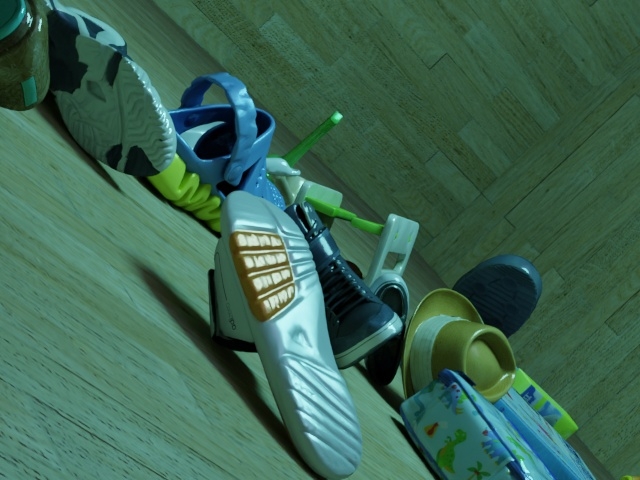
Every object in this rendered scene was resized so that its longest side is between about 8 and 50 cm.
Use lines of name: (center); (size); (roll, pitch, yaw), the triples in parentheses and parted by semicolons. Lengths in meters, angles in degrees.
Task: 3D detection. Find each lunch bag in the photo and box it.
lunch bag: (0.188, 0.249, 1.760); (0.176, 0.090, 0.219); (46, 5, -42)

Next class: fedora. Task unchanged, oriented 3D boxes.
fedora: (0.169, 0.145, 1.897); (0.079, 0.194, 0.194); (-1, -29, 36)

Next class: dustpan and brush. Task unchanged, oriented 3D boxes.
dustpan and brush: (-0.117, -0.112, 1.954); (0.211, 0.060, 0.147); (4, 14, -24)

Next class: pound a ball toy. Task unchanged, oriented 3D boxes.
pound a ball toy: (0.000, 0.000, 2.106); (0.208, 0.136, 0.319); (22, 1, 9)

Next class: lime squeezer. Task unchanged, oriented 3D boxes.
lime squeezer: (-0.071, -0.116, 2.471); (0.059, 0.110, 0.310); (28, -21, -15)

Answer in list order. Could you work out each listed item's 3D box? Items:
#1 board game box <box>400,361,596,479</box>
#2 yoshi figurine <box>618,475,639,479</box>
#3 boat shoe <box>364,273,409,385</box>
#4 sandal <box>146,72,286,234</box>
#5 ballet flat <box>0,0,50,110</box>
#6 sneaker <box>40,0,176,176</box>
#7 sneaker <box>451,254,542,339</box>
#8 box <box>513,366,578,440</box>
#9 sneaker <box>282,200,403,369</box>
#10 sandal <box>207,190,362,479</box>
board game box: (0.243, 0.256, 2.157); (0.302, 0.086, 0.308); (45, 5, -8)
yoshi figurine: (0.497, 0.423, 1.935); (0.362, 0.203, 0.203); (32, 3, -6)
boat shoe: (0.078, 0.103, 1.865); (0.040, 0.049, 0.142); (-110, -160, -52)
sandal: (-0.096, -0.085, 1.762); (0.126, 0.138, 0.317); (46, 3, 20)
ballet flat: (-0.307, -0.223, 1.338); (0.342, 0.116, 0.124); (50, -14, 32)
sneaker: (-0.205, -0.149, 1.570); (0.235, 0.094, 0.153); (37, 11, 15)
sneaker: (0.238, 0.087, 2.318); (0.112, 0.131, 0.319); (38, -34, 3)
box: (0.287, 0.258, 2.372); (0.178, 0.109, 0.042); (42, 8, -43)
sneaker: (0.002, 0.044, 1.736); (0.163, 0.086, 0.226); (56, -7, -11)
sandal: (-0.045, 0.079, 1.303); (0.102, 0.076, 0.265); (20, 44, -46)
